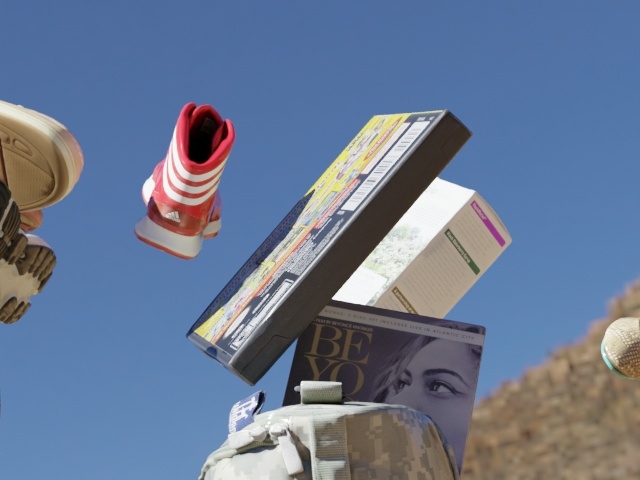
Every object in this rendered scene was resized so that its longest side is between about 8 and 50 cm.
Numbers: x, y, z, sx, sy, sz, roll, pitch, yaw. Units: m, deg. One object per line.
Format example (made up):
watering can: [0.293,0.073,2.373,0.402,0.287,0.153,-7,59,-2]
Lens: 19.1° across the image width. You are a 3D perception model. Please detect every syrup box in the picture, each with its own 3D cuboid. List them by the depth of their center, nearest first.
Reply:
syrup box: [0.105,0.043,2.232,0.237,0.096,0.093,-46,33,-13]

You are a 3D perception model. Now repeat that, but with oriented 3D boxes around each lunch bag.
lunch bag: [0.022,0.268,1.418,0.213,0.305,0.256,-9,-13,-3]

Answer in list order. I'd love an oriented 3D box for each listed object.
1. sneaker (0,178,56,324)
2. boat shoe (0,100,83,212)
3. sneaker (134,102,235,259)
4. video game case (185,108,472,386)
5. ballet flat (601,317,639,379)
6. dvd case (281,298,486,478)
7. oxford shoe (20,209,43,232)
sneaker: [-0.326,-0.004,1.643,0.118,0.107,0.279,26,-16,16]
boat shoe: [-0.313,-0.095,1.791,0.302,0.109,0.098,7,25,45]
sneaker: [-0.110,-0.071,1.779,0.087,0.128,0.221,23,17,-10]
video game case: [0.000,0.000,1.639,0.275,0.035,0.248,-49,11,-6]
ballet flat: [0.360,0.102,2.014,0.067,0.073,0.206,-33,-11,25]
dvd case: [0.048,0.155,1.653,0.164,0.221,0.018,10,-34,4]
oxford shoe: [-0.415,-0.095,2.273,0.123,0.130,0.348,31,-8,-36]
